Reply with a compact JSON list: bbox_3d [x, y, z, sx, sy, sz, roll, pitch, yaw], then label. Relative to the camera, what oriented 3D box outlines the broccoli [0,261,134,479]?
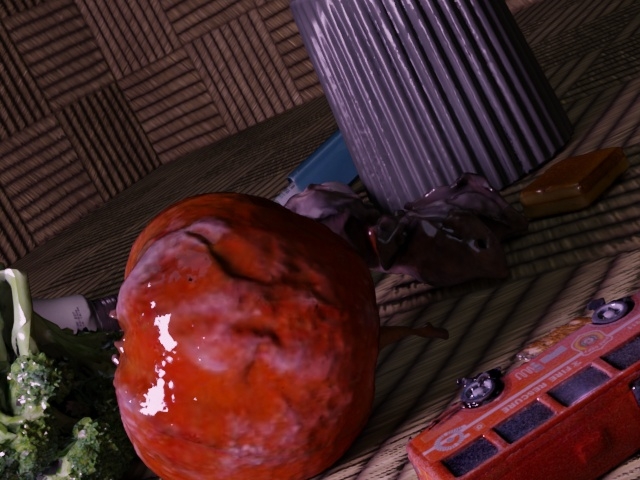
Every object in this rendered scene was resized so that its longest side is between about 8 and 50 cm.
[{"bbox_3d":[-0.312,0.152,1.077,0.307,0.275,0.308,-1,15,0],"label":"broccoli"}]

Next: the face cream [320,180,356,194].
[{"bbox_3d":[0.000,0.000,1.389,0.102,0.102,0.345,-24,14,15],"label":"face cream"}]

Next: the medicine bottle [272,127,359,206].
[{"bbox_3d":[0.041,-0.111,1.775,0.258,0.124,0.079,-41,18,-7],"label":"medicine bottle"}]

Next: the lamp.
[{"bbox_3d":[-0.434,0.163,1.618,0.313,0.182,0.182,3,0,-23],"label":"lamp"}]

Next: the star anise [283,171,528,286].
[{"bbox_3d":[0.090,-0.012,1.159,0.257,0.111,0.198,1,8,8],"label":"star anise"}]

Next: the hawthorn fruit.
[{"bbox_3d":[-0.030,0.082,0.875,0.271,0.242,0.242,4,10,-7],"label":"hawthorn fruit"}]

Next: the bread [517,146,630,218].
[{"bbox_3d":[0.276,-0.063,1.206,0.094,0.035,0.090,-37,16,-36],"label":"bread"}]

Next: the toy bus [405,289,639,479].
[{"bbox_3d":[0.169,0.102,0.699,0.235,0.074,0.096,-30,21,-8],"label":"toy bus"}]

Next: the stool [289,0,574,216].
[{"bbox_3d":[0.138,-0.229,1.491,0.297,0.330,0.297,-27,12,6],"label":"stool"}]

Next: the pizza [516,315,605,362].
[{"bbox_3d":[0.187,0.081,0.830,0.078,0.025,0.083,-22,6,4],"label":"pizza"}]
